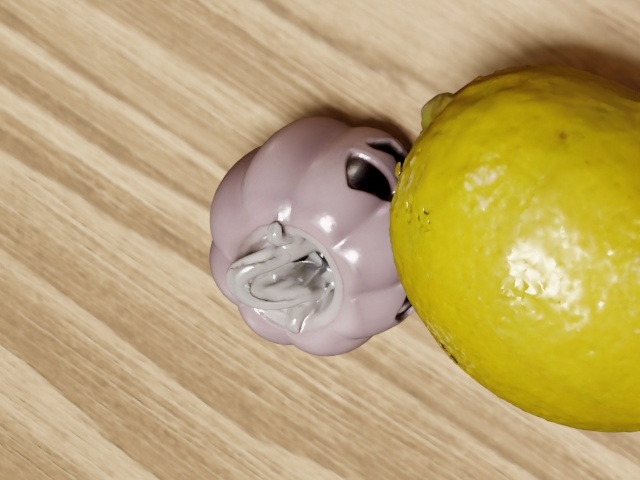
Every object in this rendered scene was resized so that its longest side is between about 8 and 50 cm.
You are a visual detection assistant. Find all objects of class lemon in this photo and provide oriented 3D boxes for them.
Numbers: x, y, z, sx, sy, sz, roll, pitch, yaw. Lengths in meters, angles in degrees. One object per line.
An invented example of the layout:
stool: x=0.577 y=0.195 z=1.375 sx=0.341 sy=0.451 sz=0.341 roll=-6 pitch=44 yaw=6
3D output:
lemon: x=0.174 y=0.007 z=1.200 sx=0.263 sy=0.236 sz=0.236 roll=55 pitch=130 yaw=17

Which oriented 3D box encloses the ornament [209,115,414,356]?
ornament: x=0.000 y=0.000 z=1.330 sx=0.177 sy=0.177 sz=0.177 roll=13 pitch=122 yaw=22
